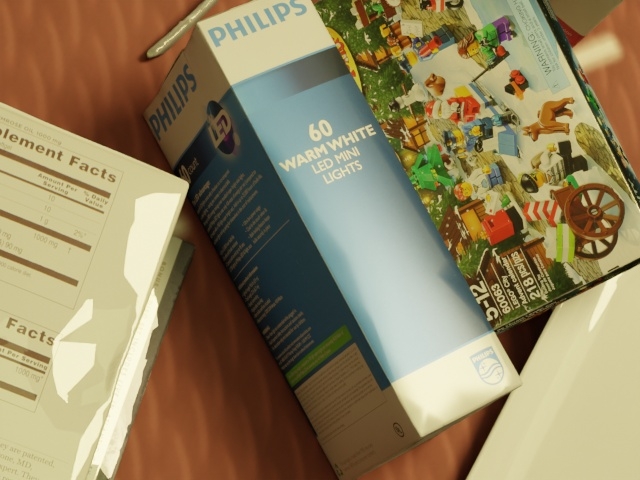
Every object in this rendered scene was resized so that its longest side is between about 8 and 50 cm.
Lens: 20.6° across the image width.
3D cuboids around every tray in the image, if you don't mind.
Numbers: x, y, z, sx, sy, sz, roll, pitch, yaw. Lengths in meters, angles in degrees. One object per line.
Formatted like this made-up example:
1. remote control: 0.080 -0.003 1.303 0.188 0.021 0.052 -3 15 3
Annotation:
1. tray: 0.182 0.117 1.053 0.145 0.030 0.270 24 75 21

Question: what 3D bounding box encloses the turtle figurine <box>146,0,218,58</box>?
1. turtle figurine: -0.034 -0.299 1.135 0.266 0.274 0.198 -19 54 -45

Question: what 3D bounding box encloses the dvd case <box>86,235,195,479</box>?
1. dvd case: -0.197 0.033 0.998 0.221 0.018 0.164 23 65 -12

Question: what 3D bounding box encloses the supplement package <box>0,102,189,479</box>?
1. supplement package: -0.180 0.070 0.904 0.134 0.139 0.244 23 65 -12

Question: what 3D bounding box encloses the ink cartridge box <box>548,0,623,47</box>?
1. ink cartridge box: 0.181 -0.231 1.146 0.127 0.176 0.128 42 63 -2

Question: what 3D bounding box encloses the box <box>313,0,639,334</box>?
1. box: 0.088 -0.063 1.070 0.159 0.044 0.233 -28 79 18

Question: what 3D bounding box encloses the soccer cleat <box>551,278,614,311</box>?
1. soccer cleat: 0.135 -0.034 1.113 0.068 0.076 0.196 -28 83 -27

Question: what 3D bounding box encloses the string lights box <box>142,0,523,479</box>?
1. string lights box: 0.000 0.000 1.018 0.077 0.133 0.259 -24 81 -25
